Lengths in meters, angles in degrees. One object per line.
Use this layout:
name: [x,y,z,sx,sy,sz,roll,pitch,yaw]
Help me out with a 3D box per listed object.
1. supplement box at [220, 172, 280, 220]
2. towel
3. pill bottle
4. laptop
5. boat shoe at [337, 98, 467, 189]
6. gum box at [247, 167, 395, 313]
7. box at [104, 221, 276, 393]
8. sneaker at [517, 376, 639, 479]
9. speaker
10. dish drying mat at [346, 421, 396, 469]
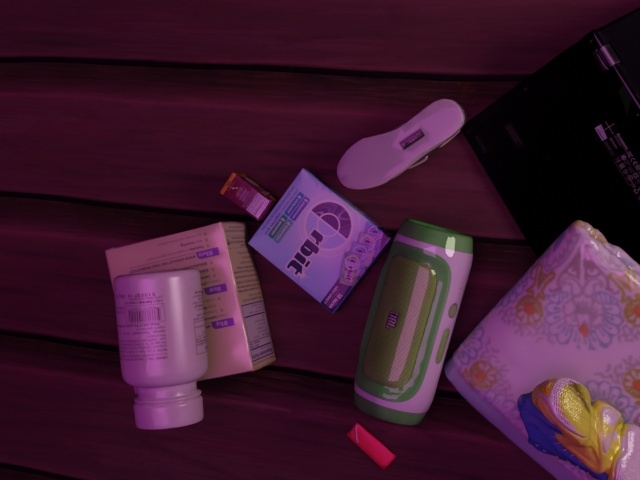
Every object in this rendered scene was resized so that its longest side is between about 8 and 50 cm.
supplement box: [-0.115,-0.072,1.418,0.083,0.055,0.043,36,100,12]
towel: [0.407,0.201,1.223,0.374,0.090,0.320,41,117,8]
pill bottle: [-0.237,0.161,1.296,0.131,0.131,0.229,-5,90,16]
laptop: [0.500,-0.127,1.261,0.408,0.236,0.382,-36,80,42]
boat shoe: [0.130,-0.143,1.337,0.219,0.070,0.078,-27,82,17]
gum box: [0.000,0.000,1.394,0.184,0.041,0.157,39,101,11]
box: [-0.212,0.108,1.418,0.213,0.117,0.243,-14,87,16]
sneaker: [0.367,0.276,1.180,0.240,0.126,0.091,47,62,-10]
speaker: [0.141,0.123,1.313,0.131,0.131,0.296,16,96,15]
dish drying mat: [0.082,0.333,1.394,0.083,0.008,0.032,41,100,12]
